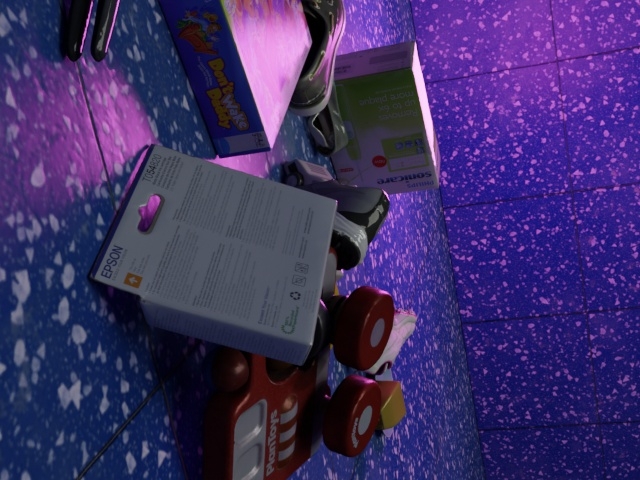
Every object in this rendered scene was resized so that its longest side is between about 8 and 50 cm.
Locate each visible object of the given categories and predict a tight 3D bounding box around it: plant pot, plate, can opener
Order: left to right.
[{"bbox_3d":[-0.212,-0.255,0.812,0.073,0.059,0.186,52,34,-62],"label":"can opener"},{"bbox_3d":[0.118,0.339,1.692,0.083,0.081,0.081,-47,129,-56],"label":"plant pot"},{"bbox_3d":[0.134,0.339,1.845,0.188,0.024,0.188,-6,90,-74],"label":"plate"}]

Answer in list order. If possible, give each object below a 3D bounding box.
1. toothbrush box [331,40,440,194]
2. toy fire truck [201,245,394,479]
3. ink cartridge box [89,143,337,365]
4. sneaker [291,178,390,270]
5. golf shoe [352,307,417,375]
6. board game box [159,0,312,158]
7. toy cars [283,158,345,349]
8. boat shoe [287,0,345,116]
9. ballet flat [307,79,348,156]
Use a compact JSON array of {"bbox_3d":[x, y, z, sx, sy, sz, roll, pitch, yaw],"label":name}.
[{"bbox_3d":[0.118,-0.237,1.700,0.122,0.206,0.283,-79,157,-49],"label":"toothbrush box"},{"bbox_3d":[-0.047,0.164,0.985,0.254,0.169,0.302,-31,131,-55],"label":"toy fire truck"},{"bbox_3d":[-0.103,0.009,0.881,0.223,0.224,0.045,-78,-171,-46],"label":"ink cartridge box"},{"bbox_3d":[-0.009,-0.032,1.113,0.108,0.271,0.100,-48,122,-22],"label":"sneaker"},{"bbox_3d":[0.124,0.205,1.747,0.306,0.115,0.140,9,85,-67],"label":"golf shoe"},{"bbox_3d":[-0.104,-0.308,1.182,0.347,0.078,0.233,-76,154,-51],"label":"board game box"},{"bbox_3d":[0.000,0.000,1.293,0.176,0.087,0.394,45,32,-21],"label":"toy cars"},{"bbox_3d":[-0.020,-0.366,1.449,0.091,0.109,0.305,63,29,-62],"label":"boat shoe"},{"bbox_3d":[-0.003,-0.250,1.546,0.068,0.072,0.213,-44,129,-33],"label":"ballet flat"}]
